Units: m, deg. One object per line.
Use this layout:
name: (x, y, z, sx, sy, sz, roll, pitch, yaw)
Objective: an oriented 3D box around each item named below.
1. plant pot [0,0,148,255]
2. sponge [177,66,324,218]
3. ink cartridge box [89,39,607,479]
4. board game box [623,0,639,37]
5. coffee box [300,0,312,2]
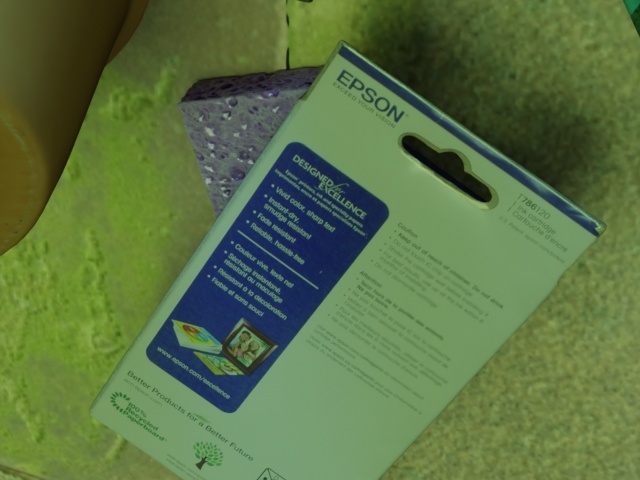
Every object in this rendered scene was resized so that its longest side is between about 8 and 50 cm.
plant pot: (-0.222, -0.114, 0.782, 0.291, 0.203, 0.291, -1, 143, -1)
sponge: (0.000, 0.000, 0.937, 0.117, 0.031, 0.210, -2, 121, 26)
ink cartridge box: (0.009, 0.035, 0.896, 0.165, 0.065, 0.332, 36, 130, -2)
board game box: (0.270, -0.137, 0.616, 0.319, 0.066, 0.318, -29, 81, 36)
coffee box: (0.005, -0.214, 0.650, 0.098, 0.246, 0.141, 18, 128, 14)
